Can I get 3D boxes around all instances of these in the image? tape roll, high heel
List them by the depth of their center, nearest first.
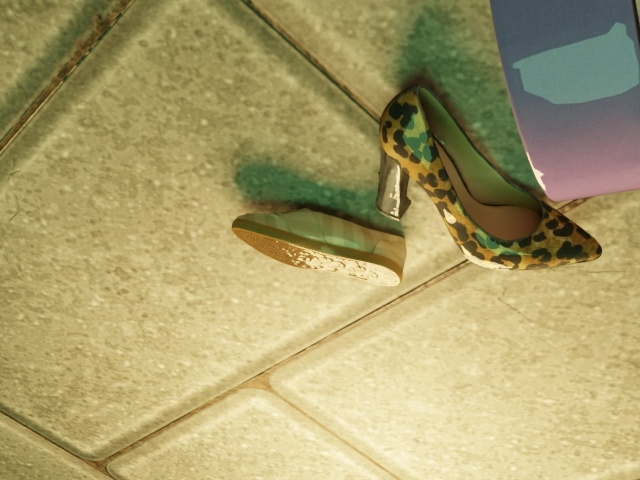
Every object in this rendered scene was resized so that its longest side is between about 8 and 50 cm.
[{"bbox_3d":[0.204,-0.171,0.678,0.090,0.275,0.275,-8,131,25],"label":"tape roll"},{"bbox_3d":[0.182,-0.062,0.918,0.261,0.093,0.186,17,143,12],"label":"high heel"}]

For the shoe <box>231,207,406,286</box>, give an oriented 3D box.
[{"bbox_3d":[0.000,0.000,1.072,0.218,0.058,0.077,15,156,7],"label":"shoe"}]
